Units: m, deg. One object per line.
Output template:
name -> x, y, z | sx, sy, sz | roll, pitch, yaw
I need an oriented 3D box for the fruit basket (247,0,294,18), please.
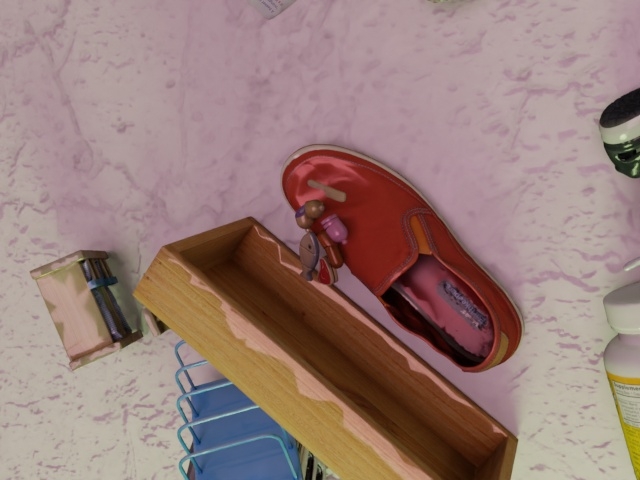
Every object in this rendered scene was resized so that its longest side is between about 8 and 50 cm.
fruit basket -> -0.017, -0.405, 0.667 | 0.353, 0.327, 0.165 | -28, 57, 25

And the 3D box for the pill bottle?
pill bottle -> 0.348, 0.147, 0.710 | 0.117, 0.117, 0.208 | -16, 94, 21

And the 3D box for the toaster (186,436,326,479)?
toaster -> -0.080, 0.309, 0.860 | 0.146, 0.227, 0.129 | -3, 139, 16

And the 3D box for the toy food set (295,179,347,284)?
toy food set -> 0.000, 0.000, 0.781 | 0.078, 0.019, 0.122 | 25, 125, 40

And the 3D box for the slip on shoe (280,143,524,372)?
slip on shoe -> 0.083, 0.015, 0.791 | 0.331, 0.101, 0.123 | 45, 112, 9

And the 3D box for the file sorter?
file sorter -> -0.099, 0.193, 0.816 | 0.118, 0.170, 0.104 | -16, 131, 0

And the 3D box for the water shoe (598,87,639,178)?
water shoe -> 0.373, -0.127, 0.693 | 0.203, 0.073, 0.080 | -20, 120, 20

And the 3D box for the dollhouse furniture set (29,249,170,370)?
dollhouse furniture set -> -0.233, 0.060, 0.912 | 0.183, 0.129, 0.129 | -23, 90, -3

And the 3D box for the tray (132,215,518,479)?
tray -> 0.017, 0.142, 0.779 | 0.411, 0.203, 0.076 | 40, 111, 9

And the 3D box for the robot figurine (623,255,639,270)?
robot figurine -> 0.425, -0.053, 0.581 | 0.353, 0.200, 0.300 | -17, 137, 4

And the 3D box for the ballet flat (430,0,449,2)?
ballet flat -> 0.184, -0.334, 0.706 | 0.091, 0.077, 0.241 | 44, 116, 9
